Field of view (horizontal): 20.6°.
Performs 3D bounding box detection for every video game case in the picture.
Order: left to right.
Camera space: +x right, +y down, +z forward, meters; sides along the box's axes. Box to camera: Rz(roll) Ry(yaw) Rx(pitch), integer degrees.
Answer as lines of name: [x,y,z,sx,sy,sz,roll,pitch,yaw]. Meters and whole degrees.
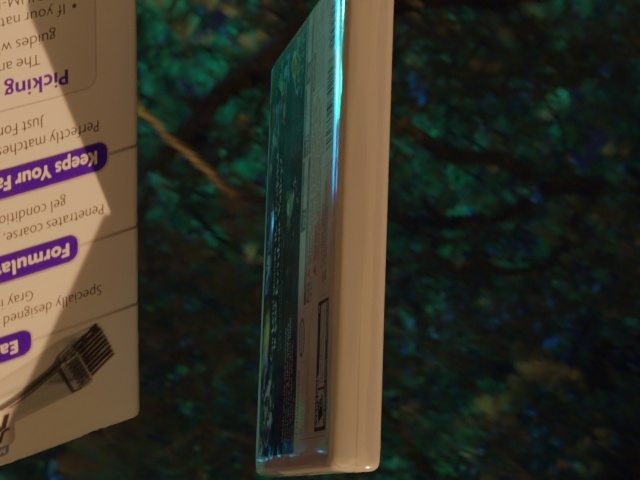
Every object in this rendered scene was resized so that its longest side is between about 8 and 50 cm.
video game case: [0.000,0.000,0.720,0.173,0.022,0.190,145,-52,-76]

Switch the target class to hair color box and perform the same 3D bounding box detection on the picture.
hair color box: [-0.180,-0.055,0.755,0.110,0.185,0.339,35,-47,44]
